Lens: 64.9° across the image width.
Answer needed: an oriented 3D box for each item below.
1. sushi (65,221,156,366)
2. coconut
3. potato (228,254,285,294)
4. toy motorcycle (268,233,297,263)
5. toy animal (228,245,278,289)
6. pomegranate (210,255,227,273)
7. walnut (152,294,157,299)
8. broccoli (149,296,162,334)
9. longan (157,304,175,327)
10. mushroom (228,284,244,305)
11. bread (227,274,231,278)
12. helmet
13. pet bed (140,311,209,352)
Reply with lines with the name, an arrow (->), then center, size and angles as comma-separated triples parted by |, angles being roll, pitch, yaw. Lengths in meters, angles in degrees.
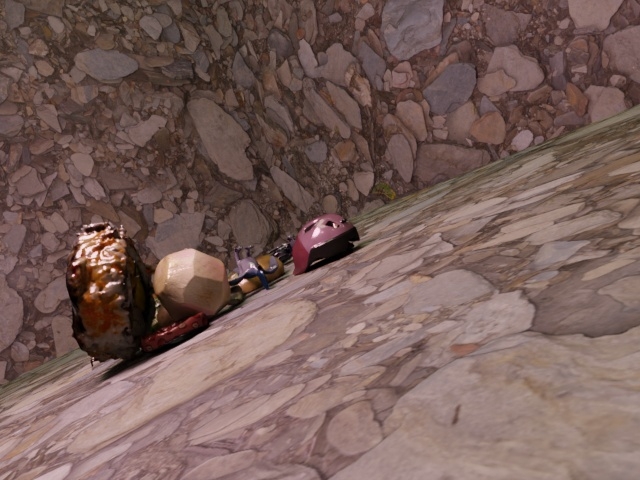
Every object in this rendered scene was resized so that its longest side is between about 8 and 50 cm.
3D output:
sushi -> -0.571, 0.142, 1.405 | 0.176, 0.417, 0.417 | -8, 2, -6
coconut -> -0.379, 0.139, 1.504 | 0.237, 0.197, 0.237 | -4, -35, -3
potato -> -0.224, 0.117, 1.825 | 0.138, 0.098, 0.243 | -20, 7, 38
toy motorcycle -> -0.104, 0.030, 2.304 | 0.307, 0.108, 0.173 | -27, -5, -16
toy animal -> -0.241, 0.104, 1.670 | 0.239, 0.176, 0.255 | -15, -12, -24
pomegranate -> -0.543, 0.187, 2.311 | 0.241, 0.189, 0.159 | -25, 28, -15
walnut -> -0.742, 0.291, 2.068 | 0.193, 0.193, 0.226 | -26, 2, -16
broccoli -> -0.631, 0.287, 1.884 | 0.146, 0.138, 0.162 | -6, 57, 57
longan -> -0.526, 0.262, 1.768 | 0.113, 0.092, 0.113 | -44, 15, 15
mushroom -> -0.280, 0.182, 1.646 | 0.059, 0.054, 0.202 | -31, 10, -8
bread -> -0.372, 0.176, 2.191 | 0.156, 0.064, 0.117 | -21, 3, 30
helmet -> 0.000, 0.000, 1.621 | 0.253, 0.154, 0.198 | -16, 9, 39
pet bed -> -0.396, 0.250, 1.362 | 0.201, 0.053, 0.201 | -21, -1, 0
